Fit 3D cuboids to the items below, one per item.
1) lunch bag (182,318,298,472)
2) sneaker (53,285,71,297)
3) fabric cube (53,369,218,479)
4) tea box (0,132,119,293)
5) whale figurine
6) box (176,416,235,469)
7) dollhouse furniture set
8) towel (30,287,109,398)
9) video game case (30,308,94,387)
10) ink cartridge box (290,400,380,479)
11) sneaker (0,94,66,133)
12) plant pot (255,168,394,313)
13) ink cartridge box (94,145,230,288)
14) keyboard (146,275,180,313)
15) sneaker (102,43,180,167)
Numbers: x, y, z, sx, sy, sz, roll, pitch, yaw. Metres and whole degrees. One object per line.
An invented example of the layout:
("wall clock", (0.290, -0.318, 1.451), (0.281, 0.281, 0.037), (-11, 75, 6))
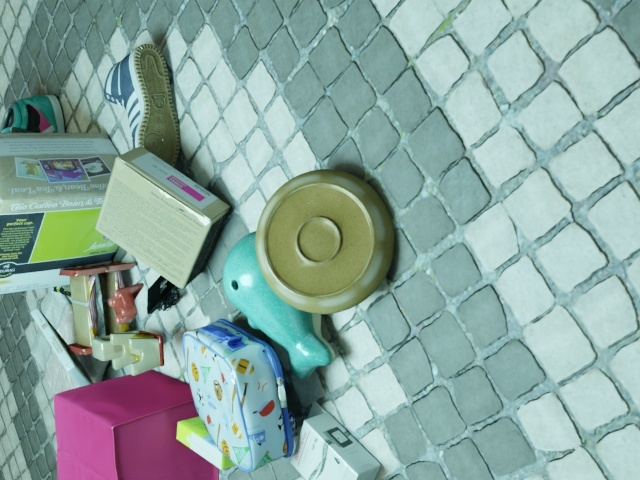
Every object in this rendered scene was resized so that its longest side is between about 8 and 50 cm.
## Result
("lunch bag", (-0.154, 0.273, 1.368), (0.303, 0.114, 0.243), (11, 113, 59))
("sneaker", (-0.664, 0.131, 1.959), (0.188, 0.078, 0.067), (34, 120, 37))
("fabric cube", (-0.398, 0.453, 1.605), (0.258, 0.254, 0.259), (7, 101, 44))
("tea box", (-0.651, -0.066, 1.733), (0.220, 0.329, 0.324), (55, 130, 26))
("whale figurine", (-0.078, 0.111, 1.291), (0.216, 0.141, 0.272), (-36, 71, 43))
("box", (-0.195, 0.403, 1.485), (0.178, 0.109, 0.043), (17, 105, 44))
("dollhouse furniture set", (-0.442, 0.161, 1.661), (0.374, 0.152, 0.201), (2, 98, 50))
("towel", (-0.707, 0.323, 2.056), (0.317, 0.053, 0.332), (52, 130, 28))
("video game case", (-0.616, 0.293, 1.816), (0.206, 0.026, 0.227), (44, 161, 31))
("ink cartridge box", (0.012, 0.380, 1.298), (0.180, 0.060, 0.104), (37, 122, 37))
("sneaker", (-0.746, -0.240, 1.913), (0.123, 0.178, 0.296), (-26, 77, 45))
("plant pot", (0.000, 0.000, 1.186), (0.236, 0.032, 0.237), (-1, 85, 17))
("ink cartridge box", (-0.324, -0.046, 1.502), (0.234, 0.088, 0.193), (34, 123, 7))
("keyboard", (-0.336, 0.112, 1.654), (0.192, 0.038, 0.100), (-40, 44, 44))
("sneaker", (-0.389, -0.266, 1.593), (0.153, 0.099, 0.282), (-3, 93, 48))
